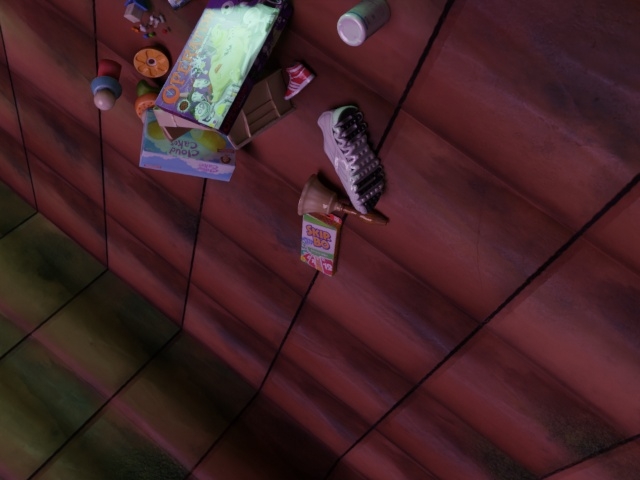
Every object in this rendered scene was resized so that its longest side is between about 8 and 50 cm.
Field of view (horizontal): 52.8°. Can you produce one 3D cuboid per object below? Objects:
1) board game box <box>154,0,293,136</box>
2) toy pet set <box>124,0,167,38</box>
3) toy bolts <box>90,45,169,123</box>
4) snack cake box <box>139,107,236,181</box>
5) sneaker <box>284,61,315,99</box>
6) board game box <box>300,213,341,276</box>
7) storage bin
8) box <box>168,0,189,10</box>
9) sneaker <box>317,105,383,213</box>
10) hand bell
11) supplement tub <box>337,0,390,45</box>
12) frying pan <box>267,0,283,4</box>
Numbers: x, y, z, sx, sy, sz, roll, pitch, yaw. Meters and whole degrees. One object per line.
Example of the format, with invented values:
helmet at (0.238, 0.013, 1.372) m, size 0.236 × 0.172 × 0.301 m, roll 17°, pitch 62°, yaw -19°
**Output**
board game box at (-0.230, -0.436, 1.528) m, size 0.208 × 0.346 × 0.056 m, roll 24°, pitch 175°, yaw 29°
toy pet set at (-0.499, -0.637, 1.829) m, size 0.122 × 0.065 × 0.114 m, roll 9°, pitch 168°, yaw 44°
toy bolts at (-0.554, -0.449, 1.894) m, size 0.229 × 0.158 × 0.218 m, roll 6°, pitch 140°, yaw -17°
snack cake box at (-0.383, -0.277, 1.881) m, size 0.265 × 0.152 × 0.089 m, roll 8°, pitch 151°, yaw -20°
sneaker at (-0.069, -0.407, 1.634) m, size 0.067 × 0.042 × 0.118 m, roll 47°, pitch 138°, yaw -12°
board game box at (0.000, 0.000, 2.015) m, size 0.124 × 0.039 × 0.259 m, roll 29°, pitch 141°, yaw 19°
storage bin at (-0.254, -0.350, 1.696) m, size 0.262 × 0.260 × 0.123 m, roll 13°, pitch 132°, yaw 37°
box at (-0.338, -0.672, 1.626) m, size 0.207 × 0.036 × 0.114 m, roll -9°, pitch 121°, yaw 49°
sneaker at (0.077, -0.207, 1.662) m, size 0.118 × 0.110 × 0.292 m, roll 11°, pitch 127°, yaw 49°
hand bell at (0.071, -0.089, 1.808) m, size 0.242 × 0.126 × 0.126 m, roll 21°, pitch 142°, yaw 10°
supplement tub at (0.091, -0.462, 1.355) m, size 0.071 × 0.107 × 0.071 m, roll 26°, pitch 142°, yaw 23°
frying pan at (-0.251, -0.618, 1.511) m, size 0.197 × 0.053 × 0.326 m, roll -37°, pitch 90°, yaw 40°
